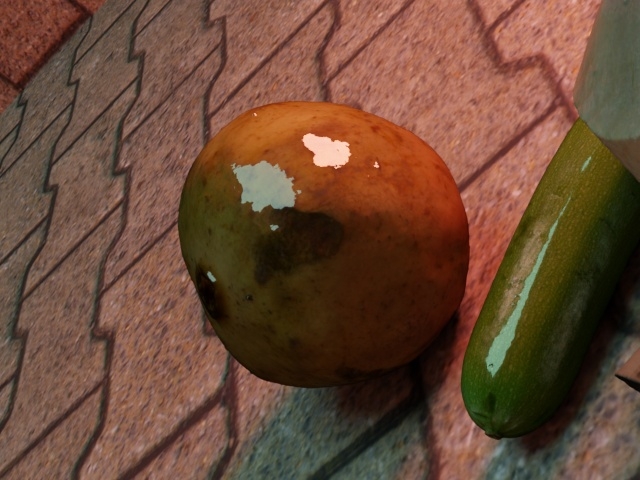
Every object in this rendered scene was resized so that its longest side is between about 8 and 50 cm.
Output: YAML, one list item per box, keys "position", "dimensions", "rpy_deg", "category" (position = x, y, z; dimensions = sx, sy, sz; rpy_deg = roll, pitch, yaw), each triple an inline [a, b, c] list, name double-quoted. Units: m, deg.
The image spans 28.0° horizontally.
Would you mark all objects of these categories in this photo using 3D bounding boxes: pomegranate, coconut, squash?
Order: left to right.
- position: [0.000, 0.000, 1.208]
  dimensions: [0.281, 0.281, 0.281]
  rpy_deg: [-39, 27, 25]
  category: "pomegranate"
- position: [0.214, -0.007, 1.058]
  dimensions: [0.101, 0.101, 0.378]
  rpy_deg: [1, 59, 60]
  category: "squash"
- position: [0.292, -0.127, 0.942]
  dimensions: [0.202, 0.222, 0.202]
  rpy_deg: [-38, 24, 20]
  category: "coconut"

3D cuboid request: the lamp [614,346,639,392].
- position: [0.235, 0.129, 0.819]
  dimensions: [0.214, 0.121, 0.121]
  rpy_deg: [-61, 25, 0]
  category: "lamp"
